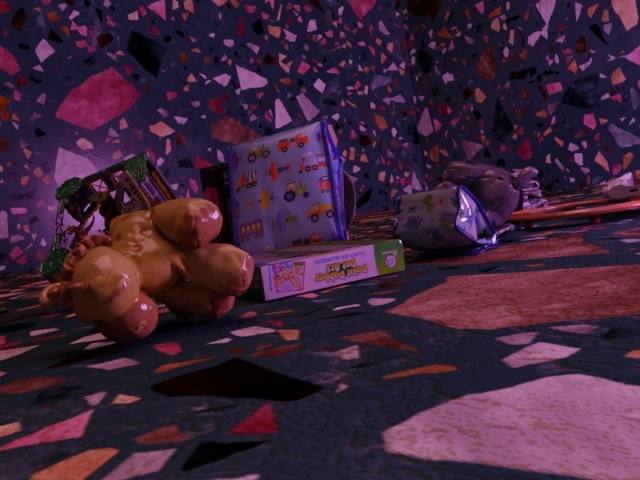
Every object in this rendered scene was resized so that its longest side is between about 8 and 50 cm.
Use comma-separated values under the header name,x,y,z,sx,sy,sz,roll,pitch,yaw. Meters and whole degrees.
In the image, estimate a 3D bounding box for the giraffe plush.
name,x,y,z,sx,sy,sz,roll,pitch,yaw
giraffe plush,-0.208,0.039,0.724,0.181,0.210,0.170,-46,3,41

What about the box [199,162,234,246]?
name,x,y,z,sx,sy,sz,roll,pitch,yaw
box,-0.182,-0.075,1.615,0.163,0.247,0.142,-5,6,38

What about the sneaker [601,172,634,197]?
name,x,y,z,sx,sy,sz,roll,pitch,yaw
sneaker,0.691,-0.125,1.486,0.061,0.054,0.152,-8,3,35

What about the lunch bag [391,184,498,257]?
name,x,y,z,sx,sy,sz,roll,pitch,yaw
lunch bag,0.216,-0.019,1.100,0.128,0.096,0.151,-5,-24,39

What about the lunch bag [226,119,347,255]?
name,x,y,z,sx,sy,sz,roll,pitch,yaw
lunch bag,-0.065,-0.072,1.289,0.220,0.293,0.138,-14,-37,13

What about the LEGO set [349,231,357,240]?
name,x,y,z,sx,sy,sz,roll,pitch,yaw
LEGO set,0.067,-0.008,1.762,0.054,0.024,0.083,-5,5,44

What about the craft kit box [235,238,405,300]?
name,x,y,z,sx,sy,sz,roll,pitch,yaw
craft kit box,-0.038,0.042,1.027,0.246,0.061,0.250,-13,6,-29

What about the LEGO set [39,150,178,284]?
name,x,y,z,sx,sy,sz,roll,pitch,yaw
LEGO set,-0.372,0.003,1.222,0.255,0.192,0.331,-27,41,-1

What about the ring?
name,x,y,z,sx,sy,sz,roll,pitch,yaw
ring,0.577,-0.062,1.418,0.336,0.032,0.336,-8,4,1

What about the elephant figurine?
name,x,y,z,sx,sy,sz,roll,pitch,yaw
elephant figurine,0.302,-0.065,1.273,0.186,0.169,0.239,23,-4,16

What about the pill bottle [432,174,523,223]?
name,x,y,z,sx,sy,sz,roll,pitch,yaw
pill bottle,0.391,-0.096,1.631,0.219,0.123,0.122,-5,5,44

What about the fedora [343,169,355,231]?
name,x,y,z,sx,sy,sz,roll,pitch,yaw
fedora,-0.038,-0.045,1.441,0.275,0.244,0.124,-12,-27,14

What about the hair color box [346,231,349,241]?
name,x,y,z,sx,sy,sz,roll,pitch,yaw
hair color box,0.000,0.000,1.640,0.141,0.043,0.072,-11,4,-43

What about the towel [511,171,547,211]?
name,x,y,z,sx,sy,sz,roll,pitch,yaw
towel,0.488,-0.125,1.865,0.283,0.121,0.235,-8,5,6

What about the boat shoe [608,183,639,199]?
name,x,y,z,sx,sy,sz,roll,pitch,yaw
boat shoe,0.668,-0.102,1.371,0.035,0.035,0.100,21,-16,-30
